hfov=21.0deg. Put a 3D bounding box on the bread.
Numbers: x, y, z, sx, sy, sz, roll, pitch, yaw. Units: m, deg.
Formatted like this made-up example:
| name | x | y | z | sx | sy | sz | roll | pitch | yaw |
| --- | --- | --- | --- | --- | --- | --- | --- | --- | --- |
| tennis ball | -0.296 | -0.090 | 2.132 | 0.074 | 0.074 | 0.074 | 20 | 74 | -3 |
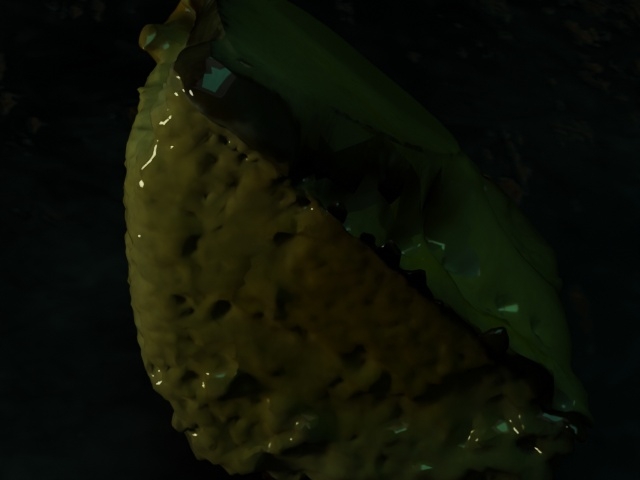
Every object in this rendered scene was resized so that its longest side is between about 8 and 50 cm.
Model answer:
| name | x | y | z | sx | sy | sz | roll | pitch | yaw |
| --- | --- | --- | --- | --- | --- | --- | --- | --- | --- |
| bread | 0.000 | 0.000 | 0.795 | 0.262 | 0.162 | 0.204 | 45 | 25 | -19 |
